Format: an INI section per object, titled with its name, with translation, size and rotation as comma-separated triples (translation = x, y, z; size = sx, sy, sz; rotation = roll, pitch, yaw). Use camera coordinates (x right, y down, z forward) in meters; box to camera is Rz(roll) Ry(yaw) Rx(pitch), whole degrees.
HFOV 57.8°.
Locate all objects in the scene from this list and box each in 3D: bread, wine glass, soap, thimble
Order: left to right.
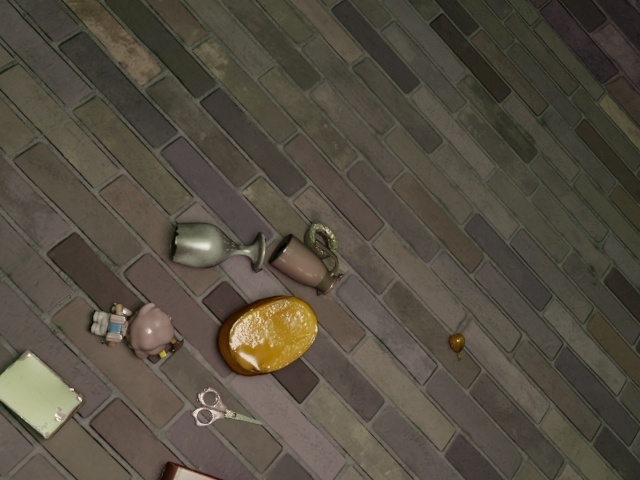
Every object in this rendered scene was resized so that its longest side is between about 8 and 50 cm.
[soap]
translation = -0.651, 0.355, 1.340
size = 0.183, 0.064, 0.121
rotation = 43, 66, -5
[wine glass]
translation = -0.274, 0.018, 1.551
size = 0.242, 0.126, 0.126
rotation = 8, 73, -23
[bread]
translation = -0.135, 0.248, 1.529
size = 0.270, 0.143, 0.195
rotation = -24, 87, -23
[thimble]
translation = 0.000, 0.000, 1.697
size = 0.085, 0.062, 0.109
rotation = -24, 85, -28

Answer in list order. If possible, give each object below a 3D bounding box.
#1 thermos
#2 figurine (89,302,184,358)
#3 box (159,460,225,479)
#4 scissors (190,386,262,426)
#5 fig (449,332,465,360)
[thermos]
translation = -0.028, 0.066, 1.635
size = 0.193, 0.105, 0.137
rotation = 38, 102, -13
[figurine]
translation = -0.453, 0.219, 1.437
size = 0.229, 0.112, 0.137
rotation = 12, 76, -8
[box]
translation = -0.236, 0.747, 1.340
size = 0.386, 0.122, 0.344
rotation = 27, 68, -18
[scissors]
translation = -0.238, 0.450, 1.505
size = 0.189, 0.015, 0.100
rotation = 22, 70, -17
[fig]
translation = 0.422, 0.327, 1.780
size = 0.050, 0.050, 0.083
rotation = -7, 88, -23
